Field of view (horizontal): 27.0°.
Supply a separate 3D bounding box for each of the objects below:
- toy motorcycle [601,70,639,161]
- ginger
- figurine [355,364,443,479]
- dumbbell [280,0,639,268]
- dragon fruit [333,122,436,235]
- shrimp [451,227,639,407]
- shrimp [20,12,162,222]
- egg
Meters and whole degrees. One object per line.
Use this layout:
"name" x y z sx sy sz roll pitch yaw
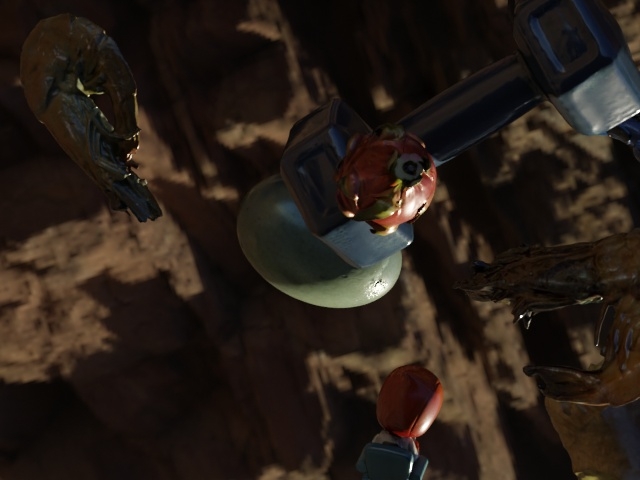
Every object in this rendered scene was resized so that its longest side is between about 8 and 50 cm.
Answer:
"toy motorcycle" 0.465 -0.138 1.829 0.254 0.135 0.092 41 -13 22
"ginger" 0.423 0.250 1.718 0.221 0.275 0.130 -67 -173 -26
"figurine" 0.078 0.182 1.300 0.075 0.068 0.140 -47 148 -61
"dumbbell" 0.125 -0.110 1.205 0.144 0.324 0.160 55 18 -19
"dragon fruit" 0.055 -0.052 1.067 0.116 0.081 0.086 135 -27 -65
"shrimp" 0.264 0.085 1.367 0.075 0.289 0.178 21 66 -53
"shrimp" -0.170 -0.094 1.035 0.180 0.099 0.041 60 28 1
"egg" 0.000 0.000 1.786 0.169 0.236 0.169 -158 -90 -77
